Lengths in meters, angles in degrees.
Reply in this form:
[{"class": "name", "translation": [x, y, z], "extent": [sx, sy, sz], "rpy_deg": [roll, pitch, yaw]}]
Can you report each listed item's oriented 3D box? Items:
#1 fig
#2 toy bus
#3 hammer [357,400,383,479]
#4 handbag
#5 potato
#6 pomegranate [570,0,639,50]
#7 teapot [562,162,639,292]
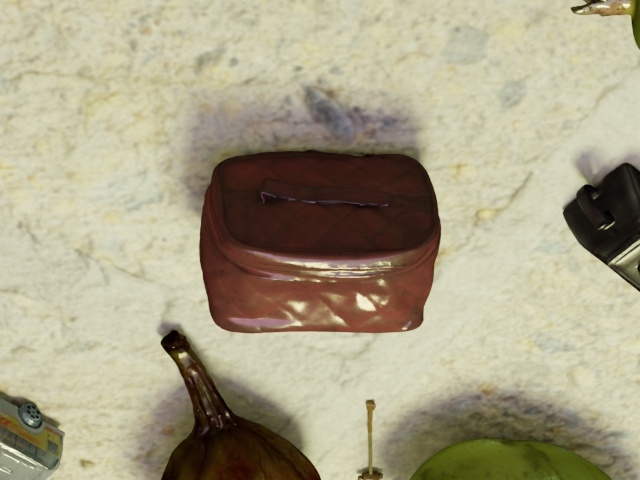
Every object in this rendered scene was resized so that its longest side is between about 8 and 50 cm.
[{"class": "fig", "translation": [-0.113, 0.250, 2.017], "extent": [0.190, 0.191, 0.290], "rpy_deg": [-23, 131, 13]}, {"class": "toy bus", "translation": [-0.348, 0.189, 1.995], "extent": [0.190, 0.075, 0.064], "rpy_deg": [35, 119, -31]}, {"class": "hammer", "translation": [0.054, 0.218, 2.115], "extent": [0.029, 0.014, 0.123], "rpy_deg": [-10, 130, -10]}, {"class": "handbag", "translation": [0.000, 0.000, 1.822], "extent": [0.225, 0.146, 0.135], "rpy_deg": [1, 135, -6]}, {"class": "potato", "translation": [0.221, 0.325, 2.100], "extent": [0.304, 0.216, 0.216], "rpy_deg": [20, 127, -17]}, {"class": "pomegranate", "translation": [0.305, -0.201, 1.699], "extent": [0.159, 0.129, 0.129], "rpy_deg": [-9, 136, 28]}, {"class": "teapot", "translation": [0.310, 0.006, 1.898], "extent": [0.087, 0.096, 0.177], "rpy_deg": [-38, 125, 25]}]
